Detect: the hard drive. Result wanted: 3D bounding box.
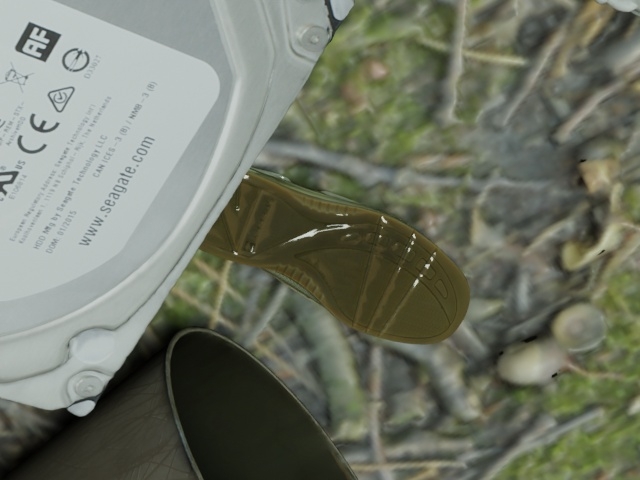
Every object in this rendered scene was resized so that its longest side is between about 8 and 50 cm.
[{"bbox_3d":[-0.187,-0.069,0.679,0.339,0.064,0.237,21,118,-29],"label":"hard drive"}]

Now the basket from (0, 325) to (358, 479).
[{"bbox_3d":[-0.101,0.175,0.853,0.227,0.154,0.204,-30,120,17],"label":"basket"}]

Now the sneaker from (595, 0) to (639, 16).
[{"bbox_3d":[0.116,-0.148,0.731,0.292,0.110,0.118,8,123,-3],"label":"sneaker"}]

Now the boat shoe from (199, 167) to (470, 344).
[{"bbox_3d":[-0.001,0.002,0.832,0.153,0.048,0.056,20,101,-16],"label":"boat shoe"}]
